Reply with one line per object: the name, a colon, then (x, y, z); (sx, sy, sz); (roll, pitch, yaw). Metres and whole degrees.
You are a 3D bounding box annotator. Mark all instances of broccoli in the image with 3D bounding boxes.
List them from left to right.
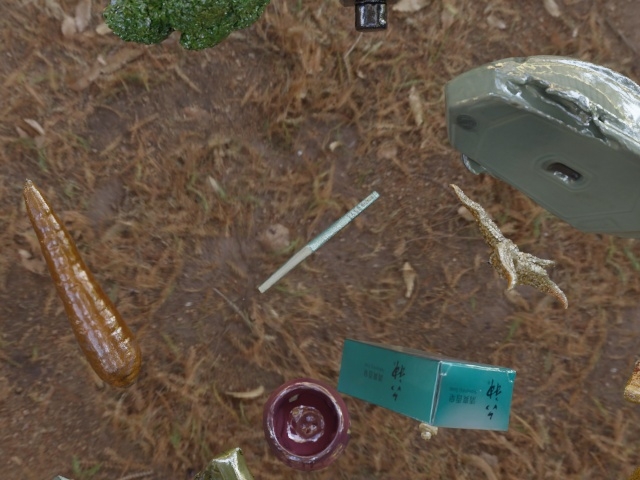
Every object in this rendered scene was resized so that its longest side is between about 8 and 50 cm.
broccoli: (-0.215, -0.521, 1.168); (0.310, 0.413, 0.321); (55, 38, 0)

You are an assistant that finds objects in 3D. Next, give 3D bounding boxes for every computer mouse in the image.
computer mouse: (0.372, -0.139, 0.927); (0.429, 0.228, 0.145); (29, 63, -7)

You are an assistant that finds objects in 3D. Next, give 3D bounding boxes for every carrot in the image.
carrot: (-0.223, 0.043, 0.605); (0.048, 0.048, 0.216); (-24, 108, -8)

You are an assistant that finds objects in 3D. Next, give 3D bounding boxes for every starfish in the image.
starfish: (0.419, 0.032, 1.450); (0.293, 0.301, 0.084); (23, 117, -41)

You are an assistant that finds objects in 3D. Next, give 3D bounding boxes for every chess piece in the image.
chess piece: (0.302, 0.447, 1.725); (0.060, 0.060, 0.172); (33, 53, -3)

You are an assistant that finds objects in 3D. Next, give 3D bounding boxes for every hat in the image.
hat: (-0.030, 0.414, 1.474); (0.205, 0.089, 0.205); (0, 64, 1)

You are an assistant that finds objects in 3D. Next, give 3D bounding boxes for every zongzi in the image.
zongzi: (-0.239, 0.692, 1.677); (0.125, 0.274, 0.251); (-11, 63, -40)

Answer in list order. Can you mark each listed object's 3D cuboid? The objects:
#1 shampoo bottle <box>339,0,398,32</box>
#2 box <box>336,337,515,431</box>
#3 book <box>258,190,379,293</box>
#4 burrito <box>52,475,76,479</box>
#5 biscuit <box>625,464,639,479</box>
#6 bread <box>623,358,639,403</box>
shampoo bottle: (0.058, -0.376, 0.774); (0.079, 0.080, 0.246); (-2, 100, 3)
box: (0.154, 0.218, 1.008); (0.153, 0.245, 0.092); (12, 83, -29)
book: (0.000, 0.000, 1.877); (0.031, 0.264, 0.379); (51, 43, 0)
burrito: (-0.152, 0.298, 0.595); (0.229, 0.089, 0.144); (21, 75, -38)
biscuit: (0.450, 0.368, 0.796); (0.091, 0.213, 0.274); (27, 98, -28)
bread: (0.720, 0.305, 1.372); (0.154, 0.136, 0.054); (-42, 134, -42)
